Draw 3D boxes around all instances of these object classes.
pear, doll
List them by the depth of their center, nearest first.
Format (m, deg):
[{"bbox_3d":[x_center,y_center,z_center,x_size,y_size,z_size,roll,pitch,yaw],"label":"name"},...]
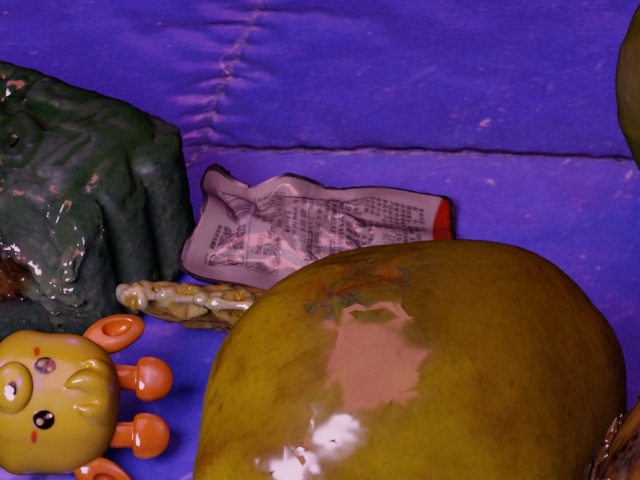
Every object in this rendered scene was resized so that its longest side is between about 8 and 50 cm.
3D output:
[{"bbox_3d":[0.058,0.120,1.141,0.321,0.269,0.269,-25,40,-36],"label":"pear"},{"bbox_3d":[-0.220,0.125,1.297,0.220,0.135,0.143,-1,70,1],"label":"doll"}]

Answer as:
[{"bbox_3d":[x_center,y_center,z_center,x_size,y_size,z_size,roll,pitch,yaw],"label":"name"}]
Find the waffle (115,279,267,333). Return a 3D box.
[{"bbox_3d":[-0.065,0.053,1.326,0.169,0.183,0.036,7,83,11],"label":"waffle"}]

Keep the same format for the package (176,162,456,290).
[{"bbox_3d":[0.000,0.000,1.446,0.232,0.040,0.166,8,37,-4],"label":"package"}]

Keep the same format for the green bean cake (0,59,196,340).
[{"bbox_3d":[-0.297,-0.014,1.437,0.307,0.169,0.300,19,45,28],"label":"green bean cake"}]

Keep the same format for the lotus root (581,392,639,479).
[{"bbox_3d":[0.287,0.138,1.073,0.196,0.179,0.397,20,23,28],"label":"lotus root"}]

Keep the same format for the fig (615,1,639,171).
[{"bbox_3d":[0.363,-0.117,1.369,0.316,0.316,0.316,-5,38,4],"label":"fig"}]
